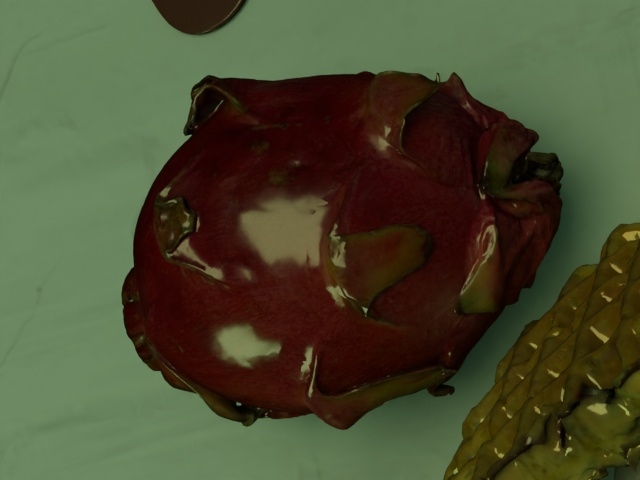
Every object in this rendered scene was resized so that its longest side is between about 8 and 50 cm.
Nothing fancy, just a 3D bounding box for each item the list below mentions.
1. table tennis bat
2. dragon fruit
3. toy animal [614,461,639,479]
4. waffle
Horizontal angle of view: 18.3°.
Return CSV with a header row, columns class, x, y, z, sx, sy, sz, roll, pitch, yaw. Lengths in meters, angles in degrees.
class,x,y,z,sx,sy,sz,roll,pitch,yaw
table tennis bat,-0.108,-0.228,1.541,0.087,0.013,0.156,-40,68,17
dragon fruit,-0.004,0.000,1.332,0.315,0.250,0.250,5,83,34
toy animal,0.229,0.162,1.222,0.131,0.127,0.181,28,124,-12
waffle,0.175,0.075,1.214,0.065,0.283,0.309,37,78,-10
